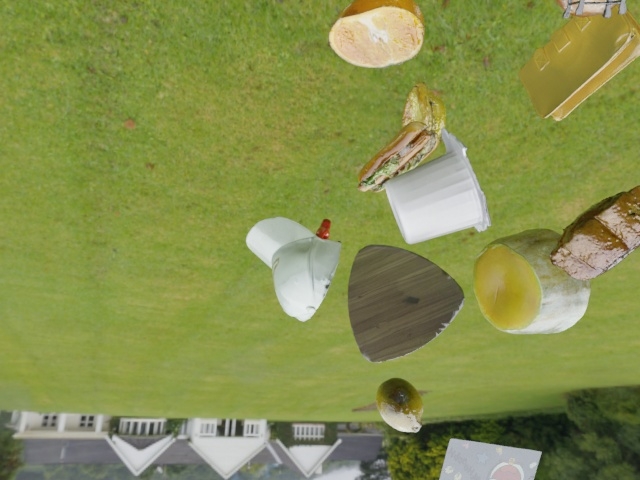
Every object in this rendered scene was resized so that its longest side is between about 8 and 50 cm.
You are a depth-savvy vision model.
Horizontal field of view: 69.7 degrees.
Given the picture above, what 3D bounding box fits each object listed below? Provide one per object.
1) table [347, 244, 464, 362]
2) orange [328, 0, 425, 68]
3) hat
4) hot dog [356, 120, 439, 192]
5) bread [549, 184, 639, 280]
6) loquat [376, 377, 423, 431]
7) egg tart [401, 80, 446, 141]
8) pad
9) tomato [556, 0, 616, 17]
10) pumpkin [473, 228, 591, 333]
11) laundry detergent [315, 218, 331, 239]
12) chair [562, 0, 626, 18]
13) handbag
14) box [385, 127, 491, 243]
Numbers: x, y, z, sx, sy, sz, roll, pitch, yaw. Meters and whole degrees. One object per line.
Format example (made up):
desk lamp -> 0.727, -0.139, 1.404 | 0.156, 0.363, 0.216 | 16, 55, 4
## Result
table -> 0.235, 0.170, 1.333 | 0.317, 0.317, 0.249 | -5, 165, 19
orange -> 0.189, -0.711, 1.571 | 0.310, 0.274, 0.274 | -33, 148, 23
hat -> -0.100, 0.074, 1.313 | 0.301, 0.168, 0.257 | 36, 125, 11
hot dog -> 0.247, -0.257, 1.536 | 0.135, 0.100, 0.337 | 24, 137, -29
bread -> 0.659, -0.016, 1.071 | 0.247, 0.135, 0.232 | -33, 153, -6
loquat -> 0.273, 0.561, 1.566 | 0.152, 0.195, 0.152 | -14, 129, -18
egg tart -> 0.392, -0.446, 1.721 | 0.123, 0.294, 0.294 | -1, 162, -7
pad -> 0.408, 0.576, 1.121 | 0.246, 0.170, 0.006 | 12, -174, -9
tomato -> 0.800, -0.737, 1.329 | 0.214, 0.180, 0.155 | -34, 107, 17
pumpkin -> 0.614, 0.125, 1.411 | 0.199, 0.332, 0.332 | 2, 163, -26
laundry detergent -> 0.000, 0.000, 1.448 | 0.049, 0.165, 0.097 | 16, 152, 2
chair -> 0.623, -0.615, 1.008 | 0.106, 0.229, 0.113 | 4, -156, 9
handbag -> 0.913, -0.651, 1.634 | 0.133, 0.283, 0.401 | -2, 153, -26
box -> 0.282, -0.127, 1.196 | 0.206, 0.291, 0.262 | -21, 173, 5
